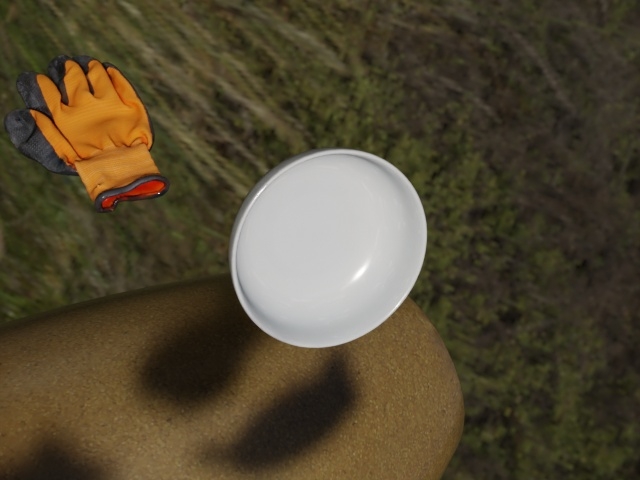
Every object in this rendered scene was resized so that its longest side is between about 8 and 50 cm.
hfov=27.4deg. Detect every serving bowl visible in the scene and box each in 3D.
[{"bbox_3d":[0.000,0.000,0.527,0.083,0.027,0.083,-8,112,-20],"label":"serving bowl"}]

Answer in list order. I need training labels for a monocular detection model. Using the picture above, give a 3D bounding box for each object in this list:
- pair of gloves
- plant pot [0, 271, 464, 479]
[{"bbox_3d":[-0.087,-0.026,0.352,0.083,0.074,0.010,-16,132,-15],"label":"pair of gloves"},{"bbox_3d":[-0.063,0.114,0.605,0.254,0.237,0.237,-30,139,-34],"label":"plant pot"}]
